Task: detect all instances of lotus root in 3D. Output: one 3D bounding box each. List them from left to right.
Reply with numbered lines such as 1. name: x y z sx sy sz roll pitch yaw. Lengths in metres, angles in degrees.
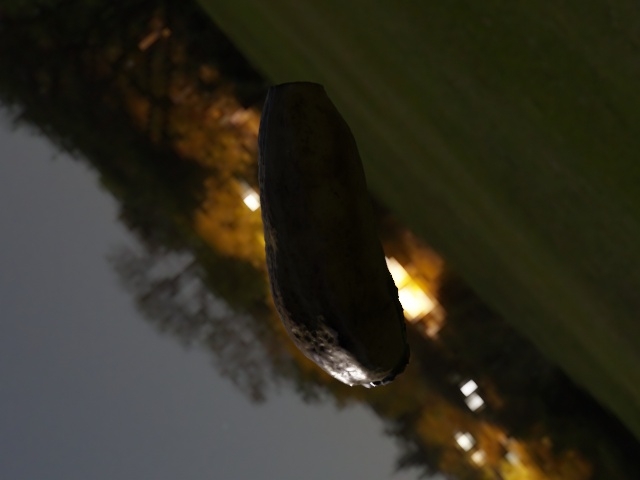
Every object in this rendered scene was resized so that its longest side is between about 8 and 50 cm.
1. lotus root: 0.000 0.000 1.321 0.110 0.097 0.258 -164 57 -70
